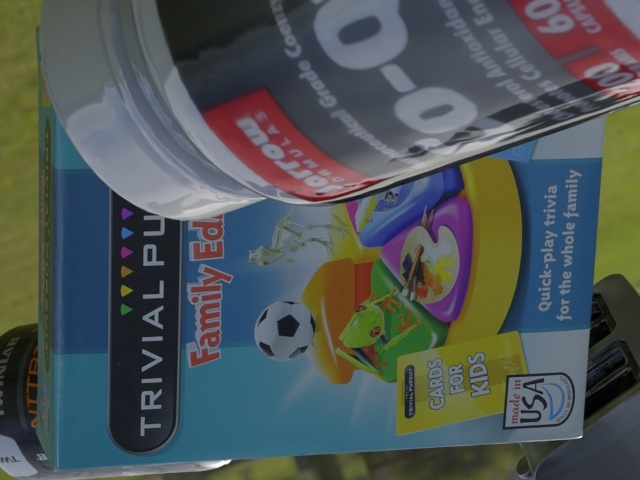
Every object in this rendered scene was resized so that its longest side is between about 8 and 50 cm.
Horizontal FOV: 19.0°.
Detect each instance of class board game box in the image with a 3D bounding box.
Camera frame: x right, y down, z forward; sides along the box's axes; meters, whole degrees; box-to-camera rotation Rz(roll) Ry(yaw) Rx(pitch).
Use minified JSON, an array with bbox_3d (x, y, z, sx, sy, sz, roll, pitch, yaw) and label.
[{"bbox_3d":[0.000,0.000,1.156,0.336,0.253,0.079,-2,-166,-16],"label":"board game box"}]

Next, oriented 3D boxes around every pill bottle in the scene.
[{"bbox_3d":[-0.184,0.125,1.517,0.246,0.130,0.130,-9,180,32],"label":"pill bottle"},{"bbox_3d":[0.030,-0.104,0.743,0.283,0.161,0.161,-19,176,41],"label":"pill bottle"}]

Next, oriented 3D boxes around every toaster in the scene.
[{"bbox_3d":[0.244,0.136,1.592,0.186,0.110,0.168,-37,-151,12],"label":"toaster"}]
